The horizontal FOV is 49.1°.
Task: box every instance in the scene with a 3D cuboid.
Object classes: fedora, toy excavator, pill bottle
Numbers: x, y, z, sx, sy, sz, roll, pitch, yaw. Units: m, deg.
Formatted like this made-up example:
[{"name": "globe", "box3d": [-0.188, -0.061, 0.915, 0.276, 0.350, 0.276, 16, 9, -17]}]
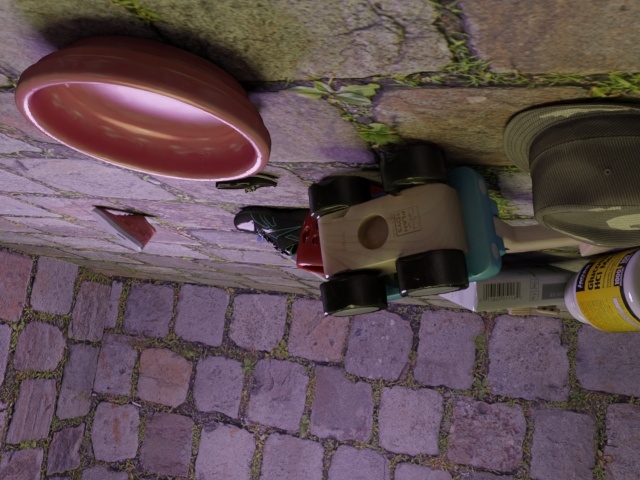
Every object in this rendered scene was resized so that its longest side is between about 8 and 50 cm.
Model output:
[{"name": "fedora", "box3d": [0.372, -0.070, 0.911, 0.275, 0.124, 0.244, 7, 159, 10]}, {"name": "toy excavator", "box3d": [0.256, -0.010, 1.214, 0.432, 0.222, 0.445, -17, 165, 32]}, {"name": "pill bottle", "box3d": [0.710, 0.118, 1.625, 0.187, 0.188, 0.334, 9, 170, -7]}]

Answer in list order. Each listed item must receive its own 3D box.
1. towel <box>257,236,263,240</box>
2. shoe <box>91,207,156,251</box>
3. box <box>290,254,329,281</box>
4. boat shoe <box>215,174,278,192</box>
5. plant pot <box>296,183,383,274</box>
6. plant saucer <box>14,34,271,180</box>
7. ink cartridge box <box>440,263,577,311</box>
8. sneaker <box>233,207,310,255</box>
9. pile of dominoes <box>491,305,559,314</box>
[{"name": "towel", "box3d": [0.000, 0.000, 1.923, 0.335, 0.040, 0.243, 9, 169, -9]}, {"name": "shoe", "box3d": [-0.555, -0.051, 1.988, 0.178, 0.081, 0.063, 38, 153, -4]}, {"name": "box", "box3d": [0.055, 0.055, 1.728, 0.182, 0.119, 0.181, 30, 178, -32]}, {"name": "boat shoe", "box3d": [-0.147, -0.113, 1.392, 0.125, 0.038, 0.046, 8, 170, -1]}, {"name": "plant pot", "box3d": [0.056, -0.018, 1.381, 0.191, 0.174, 0.191, 7, 169, 1]}, {"name": "plant saucer", "box3d": [-0.225, -0.173, 0.936, 0.332, 0.084, 0.332, 9, 167, 2]}, {"name": "ink cartridge box", "box3d": [0.465, 0.101, 1.936, 0.308, 0.091, 0.385, -3, -169, -18]}, {"name": "sneaker", "box3d": [-0.103, -0.021, 1.694, 0.267, 0.106, 0.101, 3, 170, 31]}, {"name": "pile of dominoes", "box3d": [0.554, 0.144, 1.982, 0.195, 0.040, 0.251, 0, -163, 6]}]
